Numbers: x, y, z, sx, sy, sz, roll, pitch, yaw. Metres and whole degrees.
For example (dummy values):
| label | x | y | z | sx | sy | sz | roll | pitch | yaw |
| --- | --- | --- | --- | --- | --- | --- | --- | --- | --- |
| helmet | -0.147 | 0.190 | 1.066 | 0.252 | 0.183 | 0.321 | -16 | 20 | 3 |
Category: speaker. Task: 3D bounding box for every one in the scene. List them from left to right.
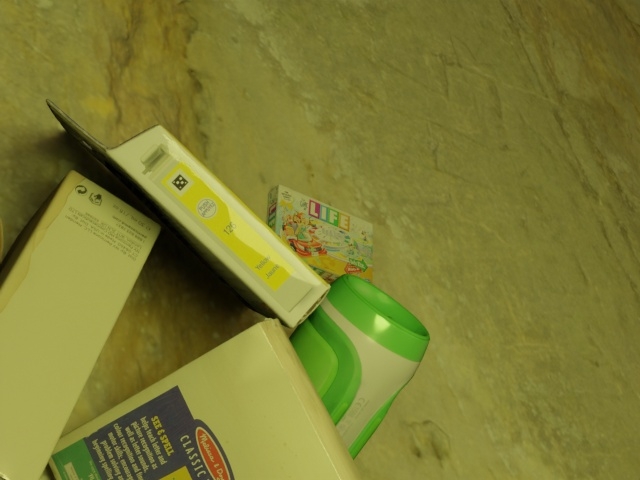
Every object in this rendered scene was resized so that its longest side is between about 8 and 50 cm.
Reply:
| label | x | y | z | sx | sy | sz | roll | pitch | yaw |
| --- | --- | --- | --- | --- | --- | --- | --- | --- | --- |
| speaker | -0.019 | 0.182 | 1.025 | 0.131 | 0.296 | 0.131 | 34 | 10 | -7 |

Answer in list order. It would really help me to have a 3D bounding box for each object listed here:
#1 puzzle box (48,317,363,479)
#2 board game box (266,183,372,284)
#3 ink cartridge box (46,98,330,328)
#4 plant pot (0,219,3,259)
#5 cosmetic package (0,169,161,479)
| label | x | y | z | sx | sy | sz | roll | pitch | yaw |
| --- | --- | --- | --- | --- | --- | --- | --- | --- | --- |
| puzzle box | -0.061 | 0.310 | 0.940 | 0.409 | 0.272 | 0.052 | 63 | 19 | 9 |
| board game box | 0.000 | 0.000 | 1.344 | 0.154 | 0.026 | 0.103 | 21 | 52 | -28 |
| ink cartridge box | -0.144 | -0.041 | 1.080 | 0.072 | 0.303 | 0.307 | -44 | 98 | -7 |
| plant pot | -0.425 | 0.000 | 0.969 | 0.236 | 0.032 | 0.236 | 13 | 52 | -17 |
| cosmetic package | -0.279 | 0.101 | 0.965 | 0.113 | 0.160 | 0.309 | 34 | 46 | -16 |
